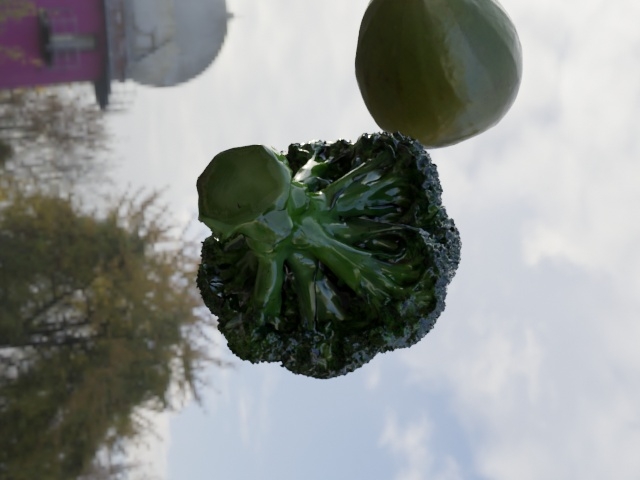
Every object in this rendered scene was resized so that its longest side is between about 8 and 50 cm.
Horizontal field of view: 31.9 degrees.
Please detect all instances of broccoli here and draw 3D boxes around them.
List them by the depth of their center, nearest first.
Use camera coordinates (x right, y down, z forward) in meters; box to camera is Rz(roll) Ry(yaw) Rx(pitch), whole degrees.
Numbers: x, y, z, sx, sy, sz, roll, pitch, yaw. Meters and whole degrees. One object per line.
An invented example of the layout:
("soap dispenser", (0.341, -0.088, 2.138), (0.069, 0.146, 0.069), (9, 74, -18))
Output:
("broccoli", (0.000, 0.000, 1.151), (0.297, 0.297, 0.297), (46, 26, -61))

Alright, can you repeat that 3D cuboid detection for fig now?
("fig", (0.136, -0.233, 1.362), (0.230, 0.207, 0.207), (64, -11, -20))
